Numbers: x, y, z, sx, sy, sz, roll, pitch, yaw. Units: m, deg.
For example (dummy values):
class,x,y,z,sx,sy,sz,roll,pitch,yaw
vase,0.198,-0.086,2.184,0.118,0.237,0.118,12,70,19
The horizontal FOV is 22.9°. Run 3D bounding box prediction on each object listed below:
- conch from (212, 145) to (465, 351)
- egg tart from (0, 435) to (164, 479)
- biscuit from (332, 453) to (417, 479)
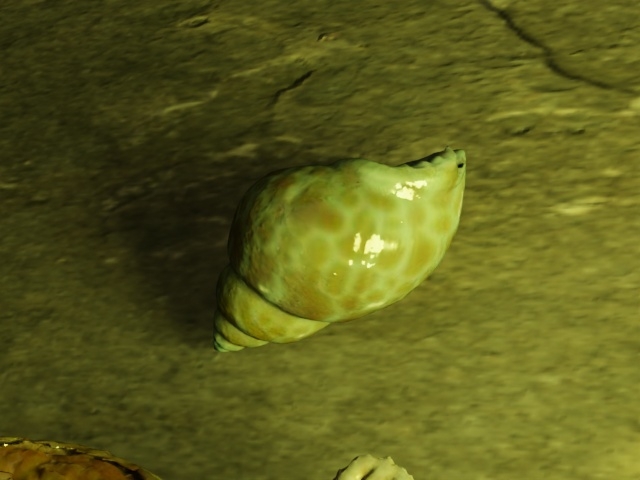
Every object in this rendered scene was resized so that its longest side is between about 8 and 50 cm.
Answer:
class,x,y,z,sx,sy,sz,roll,pitch,yaw
conch,0.013,0.000,0.937,0.173,0.106,0.116,-22,16,-13
egg tart,-0.186,0.214,0.807,0.290,0.115,0.290,-3,30,2
biscuit,-0.019,0.218,0.736,0.062,0.108,0.239,28,68,30
